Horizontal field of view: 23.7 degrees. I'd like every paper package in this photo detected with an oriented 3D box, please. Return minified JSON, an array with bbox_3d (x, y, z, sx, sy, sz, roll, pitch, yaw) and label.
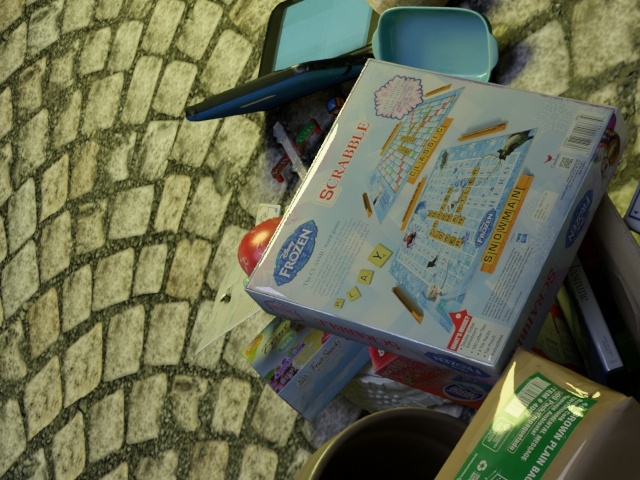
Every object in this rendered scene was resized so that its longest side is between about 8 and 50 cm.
[{"bbox_3d":[0.238,0.324,1.494,0.325,0.309,0.168,-55,37,-7],"label":"paper package"}]

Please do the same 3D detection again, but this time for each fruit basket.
[{"bbox_3d":[0.000,0.000,2.022,0.353,0.165,0.327,-41,13,18],"label":"fruit basket"}]

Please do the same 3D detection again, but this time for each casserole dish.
[{"bbox_3d":[0.160,-0.262,2.057,0.188,0.037,0.114,7,114,31],"label":"casserole dish"}]

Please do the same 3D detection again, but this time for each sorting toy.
[{"bbox_3d":[0.328,0.090,1.635,0.041,0.229,0.307,-18,48,-4],"label":"sorting toy"}]

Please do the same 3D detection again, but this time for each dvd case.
[{"bbox_3d":[0.286,0.071,1.693,0.022,0.180,0.253,-19,60,2],"label":"dvd case"}]

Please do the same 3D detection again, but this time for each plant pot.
[{"bbox_3d":[0.062,0.386,1.761,0.280,0.323,0.323,139,137,-55],"label":"plant pot"}]

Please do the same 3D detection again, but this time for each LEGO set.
[{"bbox_3d":[-0.013,-0.092,2.258,0.182,0.060,0.244,6,87,48],"label":"LEGO set"}]

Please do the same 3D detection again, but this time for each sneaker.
[{"bbox_3d":[0.110,0.163,1.961,0.235,0.090,0.094,-13,47,46],"label":"sneaker"}]

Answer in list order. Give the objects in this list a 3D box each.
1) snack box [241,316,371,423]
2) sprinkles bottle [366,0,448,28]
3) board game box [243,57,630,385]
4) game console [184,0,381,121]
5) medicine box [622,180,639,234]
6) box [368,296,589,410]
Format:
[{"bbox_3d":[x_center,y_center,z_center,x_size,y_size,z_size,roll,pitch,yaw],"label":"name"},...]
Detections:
[{"bbox_3d":[-0.004,0.132,2.020,0.174,0.070,0.207,-47,18,-4],"label":"snack box"},{"bbox_3d":[0.200,-0.449,2.085,0.355,0.121,0.121,-51,41,22],"label":"sprinkles bottle"},{"bbox_3d":[0.124,-0.028,1.640,0.318,0.066,0.318,17,68,33],"label":"board game box"},{"bbox_3d":[-0.048,-0.301,2.289,0.293,0.250,0.173,-15,89,47],"label":"game console"},{"bbox_3d":[0.493,-0.078,1.536,0.289,0.149,0.263,27,95,52],"label":"medicine box"},{"bbox_3d":[0.175,0.105,1.750,0.123,0.257,0.128,-38,47,32],"label":"box"}]
